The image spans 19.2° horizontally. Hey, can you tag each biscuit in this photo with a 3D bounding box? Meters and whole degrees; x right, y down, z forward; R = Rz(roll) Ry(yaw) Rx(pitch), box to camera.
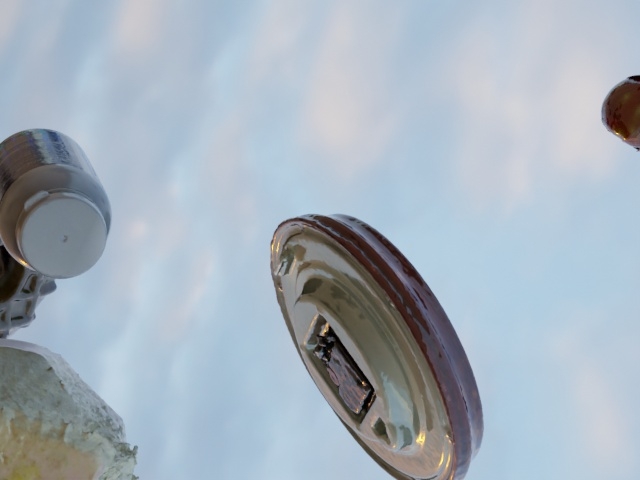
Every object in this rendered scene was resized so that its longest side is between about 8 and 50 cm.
[{"bbox_3d":[-0.502,0.037,2.768,0.103,0.332,0.332,36,-68,27],"label":"biscuit"}]

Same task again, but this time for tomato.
[{"bbox_3d":[0.324,-0.129,1.895,0.075,0.087,0.087,-61,-149,12],"label":"tomato"}]

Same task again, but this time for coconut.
[{"bbox_3d":[-0.301,0.236,1.711,0.309,0.297,0.298,173,-69,-82],"label":"coconut"}]

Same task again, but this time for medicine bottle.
[{"bbox_3d":[-0.255,-0.033,1.786,0.107,0.107,0.191,-68,-159,13],"label":"medicine bottle"}]

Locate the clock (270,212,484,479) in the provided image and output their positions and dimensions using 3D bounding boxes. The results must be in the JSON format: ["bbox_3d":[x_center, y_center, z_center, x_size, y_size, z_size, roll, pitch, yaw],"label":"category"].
[{"bbox_3d":[0.044,0.117,1.913,0.318,0.080,0.318,46,-27,33],"label":"clock"}]
